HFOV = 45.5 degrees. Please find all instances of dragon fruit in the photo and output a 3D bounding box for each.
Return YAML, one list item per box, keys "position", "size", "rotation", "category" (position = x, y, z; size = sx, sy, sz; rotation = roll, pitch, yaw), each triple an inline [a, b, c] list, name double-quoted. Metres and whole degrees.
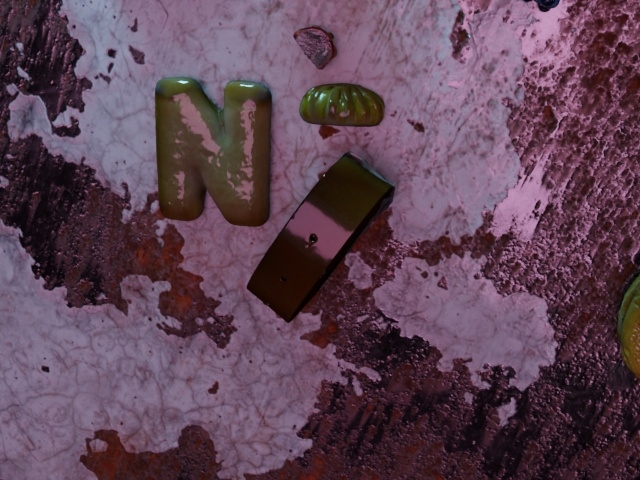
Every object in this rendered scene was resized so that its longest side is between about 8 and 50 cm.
- position: [-0.003, -0.361, 1.400]
  size: [0.060, 0.056, 0.083]
  rotation: [-36, 100, 22]
  category: "dragon fruit"

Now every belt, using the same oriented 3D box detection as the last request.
- position: [0.000, 0.000, 1.425]
  size: [0.122, 0.217, 0.339]
  rotation: [38, 114, 5]
  category: "belt"

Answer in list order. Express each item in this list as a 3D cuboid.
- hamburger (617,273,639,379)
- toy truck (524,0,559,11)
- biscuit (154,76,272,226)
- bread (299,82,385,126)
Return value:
- position: [0.623, 0.125, 1.367]
  size: [0.156, 0.144, 0.283]
  rotation: [24, 109, 15]
  category: "hamburger"
- position: [0.387, -0.441, 1.294]
  size: [0.073, 0.056, 0.090]
  rotation: [35, 98, 7]
  category: "toy truck"
- position: [-0.213, -0.170, 1.500]
  size: [0.236, 0.062, 0.291]
  rotation: [7, 109, 9]
  category: "biscuit"
- position: [0.032, -0.245, 1.410]
  size: [0.157, 0.094, 0.083]
  rotation: [8, 112, 18]
  category: "bread"
